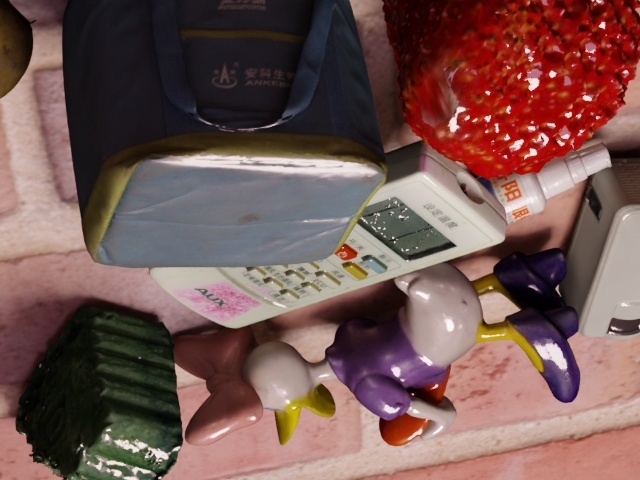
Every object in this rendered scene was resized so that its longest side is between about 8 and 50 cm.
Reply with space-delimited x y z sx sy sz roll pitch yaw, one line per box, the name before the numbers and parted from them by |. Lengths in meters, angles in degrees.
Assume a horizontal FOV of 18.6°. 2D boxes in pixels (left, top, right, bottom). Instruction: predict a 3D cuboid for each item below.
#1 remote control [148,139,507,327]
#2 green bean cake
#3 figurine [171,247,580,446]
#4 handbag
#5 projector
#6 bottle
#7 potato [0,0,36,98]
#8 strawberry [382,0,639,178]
remote control | 0.000 0.001 1.876 0.344 0.050 0.145 -20 141 33
green bean cake | -0.228 0.191 1.961 0.107 0.208 0.193 23 120 -29
figurine | 0.064 0.117 2.010 0.421 0.154 0.193 -21 135 5
handbag | -0.084 -0.118 1.654 0.263 0.241 0.222 -3 152 -16
projector | 0.391 0.003 2.044 0.257 0.099 0.192 -3 132 -15
bottle | 0.187 -0.046 1.964 0.217 0.060 0.060 -23 134 4
potato | -0.362 -0.164 1.654 0.251 0.113 0.149 -11 127 -18
strawberry | 0.172 -0.173 1.715 0.261 0.257 0.261 -6 125 -9
